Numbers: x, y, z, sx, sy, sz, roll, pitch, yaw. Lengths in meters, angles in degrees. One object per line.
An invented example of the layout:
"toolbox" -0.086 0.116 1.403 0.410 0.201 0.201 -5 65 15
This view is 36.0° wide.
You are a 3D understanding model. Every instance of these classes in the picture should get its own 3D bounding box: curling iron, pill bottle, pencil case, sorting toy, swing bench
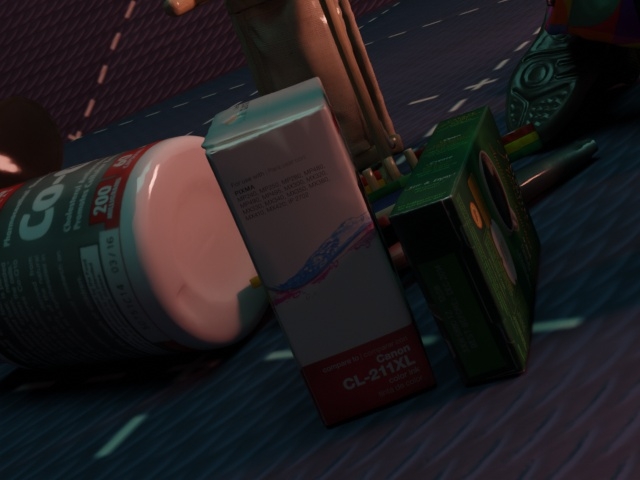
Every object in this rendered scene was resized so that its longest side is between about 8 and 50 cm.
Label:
"curling iron" 0.116 -0.025 0.772 0.274 0.035 0.068 -29 18 -22
"pill bottle" -0.190 0.021 0.800 0.283 0.161 0.161 -11 20 34
"pencil case" 0.307 -0.209 0.847 0.236 0.104 0.104 11 24 9
"sorting toy" 0.055 -0.039 0.793 0.274 0.046 0.132 -26 1 -40
"swing bench" -0.020 -0.176 1.044 0.165 0.253 0.255 -18 17 13

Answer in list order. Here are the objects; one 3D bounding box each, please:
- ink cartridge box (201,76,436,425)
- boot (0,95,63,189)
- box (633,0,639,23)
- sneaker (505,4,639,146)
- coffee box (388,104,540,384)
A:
"ink cartridge box" 0.000 0.000 0.592 0.072 0.175 0.127 -21 16 4
"boot" -0.382 -0.010 1.037 0.229 0.091 0.263 -20 51 44
"box" 0.364 -0.207 0.529 0.394 0.318 0.097 -21 17 5
"sneaker" 0.257 -0.162 0.968 0.087 0.130 0.228 -2 53 39
"coffee box" 0.095 -0.005 0.604 0.040 0.113 0.184 -19 18 22
